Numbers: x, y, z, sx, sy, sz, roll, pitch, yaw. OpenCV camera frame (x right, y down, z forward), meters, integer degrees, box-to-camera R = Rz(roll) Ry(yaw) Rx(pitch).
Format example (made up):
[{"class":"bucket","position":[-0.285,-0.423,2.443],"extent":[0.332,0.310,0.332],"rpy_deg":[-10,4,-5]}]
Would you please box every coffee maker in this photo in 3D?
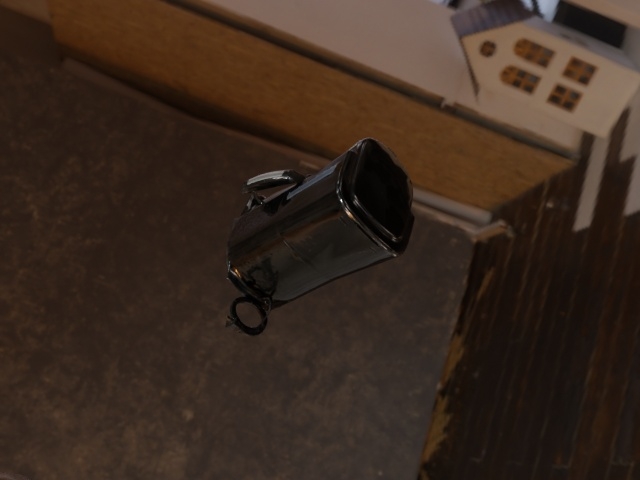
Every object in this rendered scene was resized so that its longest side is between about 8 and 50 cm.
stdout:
[{"class":"coffee maker","position":[0.000,0.000,0.854],"extent":[0.178,0.120,0.171],"rpy_deg":[-26,54,40]}]

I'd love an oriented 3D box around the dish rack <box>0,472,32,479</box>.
[{"class":"dish rack","position":[-0.332,0.231,0.532],"extent":[0.285,0.333,0.072],"rpy_deg":[-3,89,58]}]
